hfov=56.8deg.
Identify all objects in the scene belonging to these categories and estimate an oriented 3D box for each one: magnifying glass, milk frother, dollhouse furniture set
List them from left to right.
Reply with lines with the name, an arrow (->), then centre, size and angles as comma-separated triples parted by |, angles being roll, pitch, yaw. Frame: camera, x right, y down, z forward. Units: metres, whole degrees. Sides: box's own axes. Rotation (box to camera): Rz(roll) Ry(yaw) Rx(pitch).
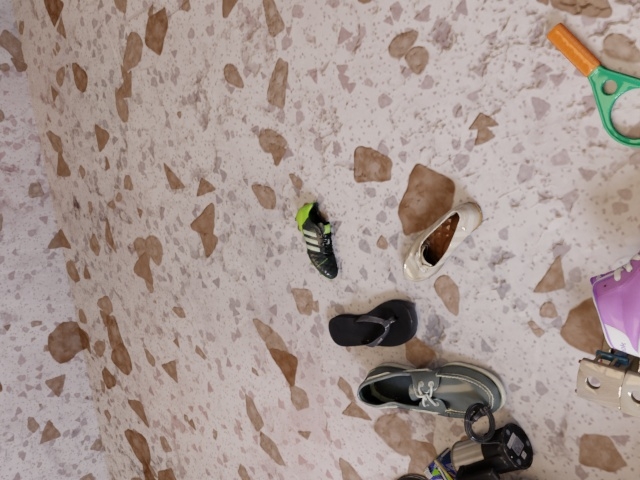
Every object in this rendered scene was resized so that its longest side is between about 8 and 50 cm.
milk frother -> 0.299, 0.385, 1.124 | 0.134, 0.129, 0.143 | -39, 69, 41
magnifying glass -> 0.425, -0.235, 0.880 | 0.231, 0.026, 0.092 | 53, 132, 15
dollhouse furniture set -> 0.473, 0.146, 0.880 | 0.128, 0.129, 0.184 | 13, 113, 40

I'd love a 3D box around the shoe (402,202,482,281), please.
shoe -> 0.216, 0.007, 1.124 | 0.077, 0.058, 0.219 | 52, 131, 18

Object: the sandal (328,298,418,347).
sandal -> 0.108, 0.195, 1.287 | 0.254, 0.054, 0.097 | -23, 87, 44

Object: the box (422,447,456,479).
box -> 0.293, 0.517, 1.214 | 0.169, 0.059, 0.054 | 47, 129, 22

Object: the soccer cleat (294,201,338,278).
soccer cleat -> 0.000, 0.000, 1.325 | 0.072, 0.060, 0.179 | -33, 78, 42

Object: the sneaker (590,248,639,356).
sneaker -> 0.460, 0.022, 0.818 | 0.161, 0.102, 0.282 | 5, 76, 45

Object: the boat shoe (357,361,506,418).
boat shoe -> 0.213, 0.312, 1.196 | 0.319, 0.099, 0.117 | -5, 98, 43

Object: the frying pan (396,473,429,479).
frying pan -> 0.272, 0.662, 1.294 | 0.326, 0.053, 0.197 | 42, 129, 29
